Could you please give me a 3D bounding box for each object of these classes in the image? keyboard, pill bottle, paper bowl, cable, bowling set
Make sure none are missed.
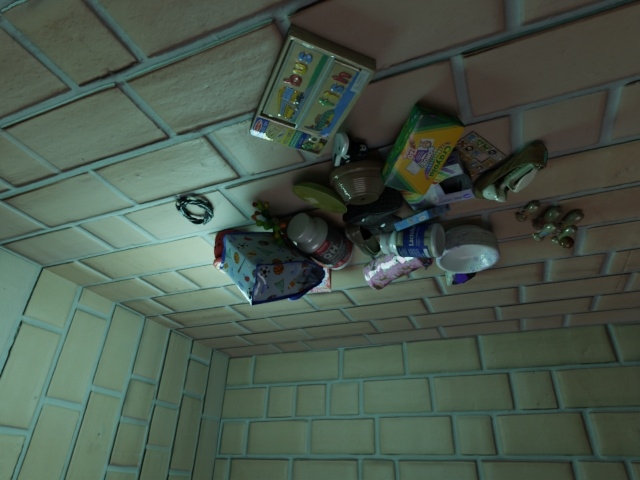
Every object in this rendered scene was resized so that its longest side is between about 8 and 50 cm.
[{"bbox_3d":[0.340,-0.341,1.522,0.255,0.014,0.072,-13,141,23],"label":"keyboard"},{"bbox_3d":[0.000,0.000,1.951,0.176,0.176,0.318,-22,142,34],"label":"pill bottle"},{"bbox_3d":[0.680,0.031,1.990,0.284,0.148,0.284,1,150,1],"label":"paper bowl"},{"bbox_3d":[-0.554,-0.131,1.905,0.150,0.047,0.184,-8,145,8],"label":"cable"},{"bbox_3d":[0.986,-0.036,1.822,0.286,0.200,0.154,12,149,-9],"label":"bowling set"},{"bbox_3d":[0.415,0.001,1.919,0.264,0.153,0.153,-1,152,34],"label":"pill bottle"}]

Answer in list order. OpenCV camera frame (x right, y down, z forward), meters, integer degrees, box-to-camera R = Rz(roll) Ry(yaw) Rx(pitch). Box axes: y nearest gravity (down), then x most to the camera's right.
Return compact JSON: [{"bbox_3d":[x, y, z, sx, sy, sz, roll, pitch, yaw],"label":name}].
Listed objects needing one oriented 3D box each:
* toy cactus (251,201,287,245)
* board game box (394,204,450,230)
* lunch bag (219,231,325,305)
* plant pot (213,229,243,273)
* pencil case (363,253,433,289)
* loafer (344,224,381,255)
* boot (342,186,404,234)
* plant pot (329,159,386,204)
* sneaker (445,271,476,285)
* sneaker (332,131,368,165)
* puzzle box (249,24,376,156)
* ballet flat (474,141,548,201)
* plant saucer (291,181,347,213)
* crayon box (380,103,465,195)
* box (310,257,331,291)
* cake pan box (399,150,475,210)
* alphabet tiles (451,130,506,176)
[{"bbox_3d":[-0.213,-0.084,1.872,0.112,0.180,0.219,-41,92,12],"label":"toy cactus"},{"bbox_3d":[0.430,-0.099,1.779,0.160,0.039,0.211,-25,176,41],"label":"board game box"},{"bbox_3d":[-0.211,0.112,1.926,0.385,0.328,0.239,-8,122,-39],"label":"lunch bag"},{"bbox_3d":[-0.436,0.067,2.099,0.191,0.174,0.191,2,152,1],"label":"plant pot"},{"bbox_3d":[0.391,0.122,2.158,0.160,0.167,0.386,-13,166,-44],"label":"pencil case"},{"bbox_3d":[0.218,-0.003,2.014,0.087,0.094,0.251,-18,144,37],"label":"loafer"},{"bbox_3d":[0.276,-0.118,1.805,0.222,0.118,0.338,21,161,-33],"label":"boot"},{"bbox_3d":[0.155,-0.204,1.604,0.237,0.110,0.237,-6,166,-1],"label":"plant pot"},{"bbox_3d":[0.755,0.150,2.246,0.146,0.102,0.293,-5,153,4],"label":"sneaker"},{"bbox_3d":[0.112,-0.326,1.465,0.121,0.079,0.217,-12,174,-8],"label":"sneaker"},{"bbox_3d":[-0.041,-0.442,1.334,0.272,0.052,0.409,14,147,-18],"label":"puzzle box"},{"bbox_3d":[0.702,-0.221,1.587,0.116,0.124,0.342,17,146,-23],"label":"ballet flat"},{"bbox_3d":[0.001,-0.177,1.713,0.240,0.037,0.241,22,170,4],"label":"plant saucer"},{"bbox_3d":[0.338,-0.300,1.436,0.165,0.081,0.278,12,128,-16],"label":"crayon box"},{"bbox_3d":[-0.020,0.151,2.239,0.154,0.142,0.300,-1,149,5],"label":"box"},{"bbox_3d":[0.445,-0.223,1.641,0.266,0.070,0.245,-12,150,28],"label":"cake pan box"},{"bbox_3d":[0.532,-0.295,1.587,0.198,0.009,0.237,22,144,-30],"label":"alphabet tiles"}]
